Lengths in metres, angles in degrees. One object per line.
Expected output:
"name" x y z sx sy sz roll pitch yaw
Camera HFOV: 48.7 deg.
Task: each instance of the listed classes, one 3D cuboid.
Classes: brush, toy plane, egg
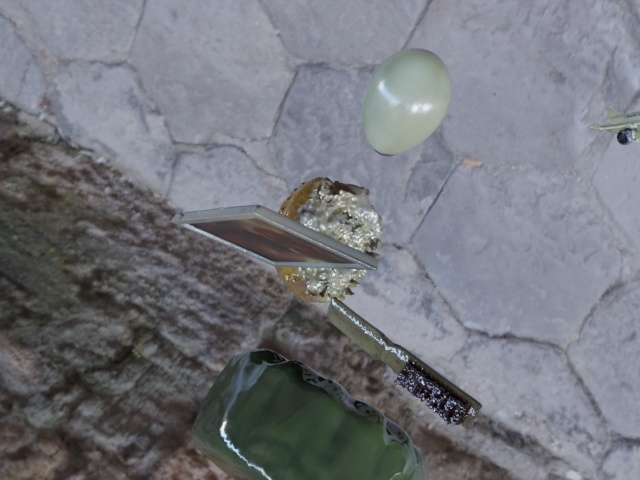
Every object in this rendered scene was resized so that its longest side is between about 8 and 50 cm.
"brush" 0.093 0.151 0.899 0.248 0.036 0.043 36 115 32
"toy plane" 0.792 -0.284 1.724 0.256 0.242 0.104 27 122 57
"egg" 0.191 -0.312 1.609 0.188 0.188 0.254 32 111 8

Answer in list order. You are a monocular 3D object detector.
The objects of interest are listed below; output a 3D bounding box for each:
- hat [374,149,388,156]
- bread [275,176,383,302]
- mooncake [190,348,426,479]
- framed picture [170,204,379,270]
"hat" 0.216 -0.328 1.981 0.089 0.205 0.205 21 127 45
"bread" 0.000 0.000 1.477 0.149 0.274 0.274 5 120 50
"mooncake" -0.017 0.319 1.086 0.356 0.194 0.356 29 156 14
"framed picture" -0.079 -0.002 1.066 0.211 0.020 0.289 26 166 -31
